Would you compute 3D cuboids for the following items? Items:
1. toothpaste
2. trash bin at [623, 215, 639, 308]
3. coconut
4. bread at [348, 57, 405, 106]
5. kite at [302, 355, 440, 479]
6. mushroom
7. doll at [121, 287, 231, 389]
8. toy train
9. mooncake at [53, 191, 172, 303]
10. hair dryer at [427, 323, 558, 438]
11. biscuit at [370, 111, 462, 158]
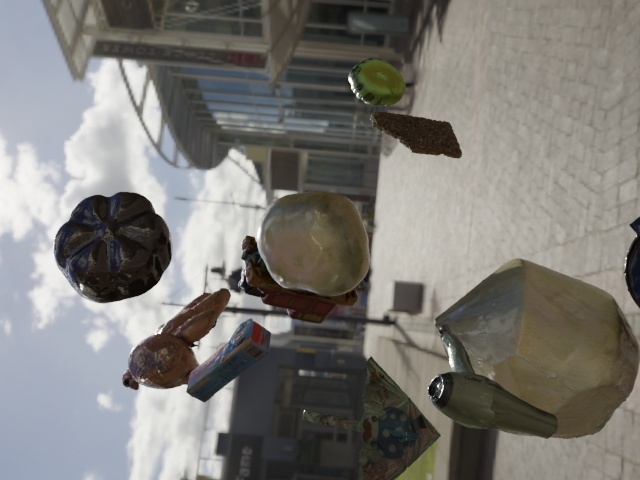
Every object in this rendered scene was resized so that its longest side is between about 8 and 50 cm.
[{"bbox_3d":[-0.167,0.216,1.342,0.193,0.044,0.070,-40,26,28],"label":"toothpaste"},{"bbox_3d":[0.738,0.064,1.445,0.263,0.217,0.277,6,-132,-55],"label":"trash bin"},{"bbox_3d":[0.433,0.238,1.558,0.344,0.416,0.415,-71,-13,-59],"label":"coconut"},{"bbox_3d":[0.135,-0.379,1.785,0.130,0.139,0.071,59,146,10],"label":"bread"},{"bbox_3d":[0.115,0.425,1.656,0.011,0.315,0.335,100,177,-69],"label":"kite"},{"bbox_3d":[0.000,0.000,1.632,0.254,0.260,0.234,-46,-8,32],"label":"mushroom"},{"bbox_3d":[-0.295,0.233,1.665,0.156,0.201,0.303,55,-134,-11],"label":"doll"},{"bbox_3d":[-0.055,0.104,2.007,0.231,0.369,0.163,-56,33,34],"label":"toy train"},{"bbox_3d":[-0.435,0.012,1.545,0.133,0.245,0.244,90,-175,-57],"label":"mooncake"},{"bbox_3d":[0.280,0.244,1.198,0.088,0.219,0.225,-58,1,23],"label":"hair dryer"},{"bbox_3d":[0.250,-0.275,1.909,0.026,0.237,0.131,117,150,-44],"label":"biscuit"}]
